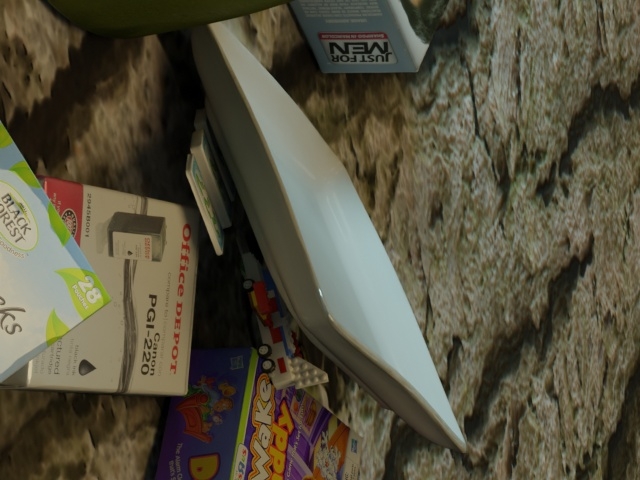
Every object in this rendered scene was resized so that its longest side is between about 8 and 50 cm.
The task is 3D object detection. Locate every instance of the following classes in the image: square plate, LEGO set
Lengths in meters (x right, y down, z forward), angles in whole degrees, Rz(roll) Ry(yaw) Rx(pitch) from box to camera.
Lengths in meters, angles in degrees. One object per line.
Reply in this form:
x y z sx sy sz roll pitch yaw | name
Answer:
0.000 0.000 1.659 0.344 0.049 0.347 45 18 -57 | square plate
-0.049 0.018 1.587 0.182 0.060 0.244 -91 163 -70 | LEGO set

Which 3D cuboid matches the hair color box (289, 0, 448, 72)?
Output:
0.015 -0.352 1.751 0.185 0.113 0.374 -65 145 -34 | hair color box

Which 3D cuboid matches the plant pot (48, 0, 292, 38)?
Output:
-0.046 -0.291 1.421 0.275 0.293 0.275 -7 99 -51 | plant pot

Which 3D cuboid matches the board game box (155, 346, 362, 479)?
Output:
-0.067 0.298 1.655 0.233 0.078 0.347 44 49 -53 | board game box

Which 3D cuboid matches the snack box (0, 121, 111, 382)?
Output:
-0.265 0.025 1.207 0.207 0.070 0.174 -39 105 -32 | snack box

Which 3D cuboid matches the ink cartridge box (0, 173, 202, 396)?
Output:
-0.187 0.038 1.442 0.218 0.092 0.158 12 82 -63 | ink cartridge box
